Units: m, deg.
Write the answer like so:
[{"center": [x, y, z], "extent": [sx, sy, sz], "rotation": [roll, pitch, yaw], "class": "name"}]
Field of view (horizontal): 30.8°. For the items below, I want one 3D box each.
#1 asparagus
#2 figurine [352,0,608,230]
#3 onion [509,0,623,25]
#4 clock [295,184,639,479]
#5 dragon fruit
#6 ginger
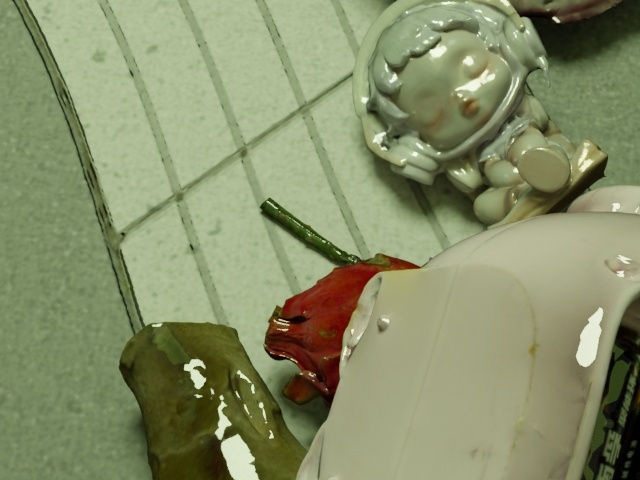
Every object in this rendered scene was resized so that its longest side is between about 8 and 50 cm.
[{"center": [0.000, 0.000, 0.935], "extent": [0.114, 0.014, 0.015], "rotation": [34, 86, 11], "class": "asparagus"}, {"center": [0.115, -0.104, 0.918], "extent": [0.162, 0.141, 0.237], "rotation": [-39, 70, 11], "class": "figurine"}, {"center": [0.161, -0.313, 1.026], "extent": [0.314, 0.146, 0.280], "rotation": [-23, 93, -13], "class": "onion"}, {"center": [0.209, 0.162, 0.705], "extent": [0.376, 0.250, 0.368], "rotation": [24, 75, -23], "class": "clock"}, {"center": [0.042, 0.072, 0.842], "extent": [0.165, 0.133, 0.136], "rotation": [7, 73, -2], "class": "dragon fruit"}, {"center": [-0.051, 0.176, 0.805], "extent": [0.116, 0.109, 0.263], "rotation": [-37, 70, 12], "class": "ginger"}]
